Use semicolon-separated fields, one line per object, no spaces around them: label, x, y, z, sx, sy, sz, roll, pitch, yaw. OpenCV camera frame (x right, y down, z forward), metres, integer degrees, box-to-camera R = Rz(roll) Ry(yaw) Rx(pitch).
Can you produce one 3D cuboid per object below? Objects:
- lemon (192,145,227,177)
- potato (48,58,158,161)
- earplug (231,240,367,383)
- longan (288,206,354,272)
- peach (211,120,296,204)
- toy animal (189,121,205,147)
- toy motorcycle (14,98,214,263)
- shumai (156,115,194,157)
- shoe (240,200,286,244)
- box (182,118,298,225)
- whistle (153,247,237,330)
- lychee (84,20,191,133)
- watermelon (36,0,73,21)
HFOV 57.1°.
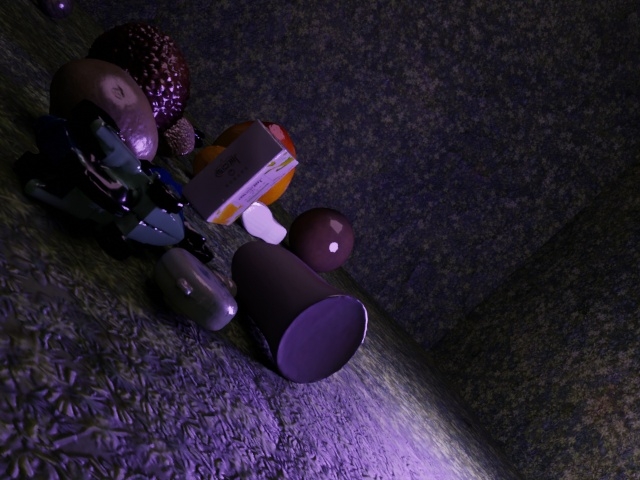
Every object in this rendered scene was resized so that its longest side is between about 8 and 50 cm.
lemon;-0.298;-0.202;1.697;0.187;0.142;0.142;42;1;30
potato;-0.350;-0.195;0.963;0.235;0.160;0.177;130;-45;-80
earplug;-0.073;0.092;1.045;0.172;0.172;0.301;43;-1;-44
longan;0.000;0.000;2.197;0.258;0.258;0.258;46;4;-4
peach;-0.215;-0.257;1.965;0.289;0.308;0.289;52;17;-24
toy animal;-0.441;-0.344;1.783;0.179;0.116;0.218;48;11;17
toy motorcycle;-0.266;-0.067;0.828;0.196;0.125;0.331;46;0;24
shumai;-0.417;-0.282;1.587;0.116;0.145;0.145;-9;-41;40
shoe;-0.201;-0.070;1.815;0.110;0.095;0.265;42;-4;29
box;-0.196;-0.161;1.472;0.111;0.260;0.194;51;5;7
whistle;-0.167;0.071;0.836;0.126;0.067;0.258;46;-1;5
lychee;-0.417;-0.364;1.389;0.271;0.271;0.271;46;4;-4
watermelon;-0.840;-0.752;1.873;0.105;0.105;0.133;49;-19;31
